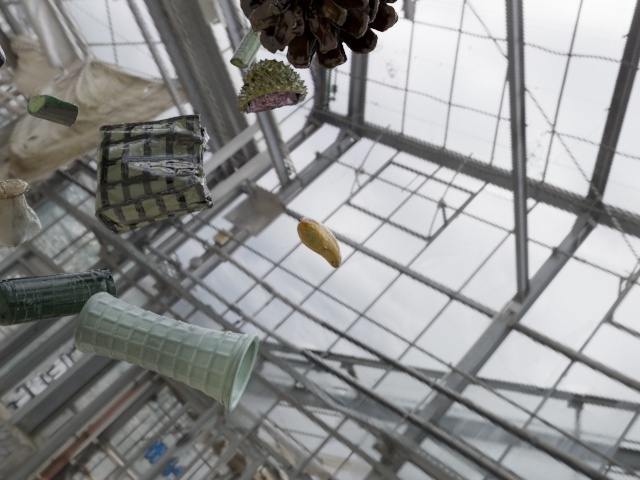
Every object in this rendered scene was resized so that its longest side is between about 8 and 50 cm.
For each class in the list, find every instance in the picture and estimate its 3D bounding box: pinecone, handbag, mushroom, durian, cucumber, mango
[{"bbox_3d":[-0.004,-0.576,1.544,0.397,0.398,0.398,37,-26,21],"label":"pinecone"},{"bbox_3d":[-0.490,-0.208,1.978,0.162,0.327,0.325,68,12,-59],"label":"handbag"},{"bbox_3d":[-0.749,-0.065,1.619,0.093,0.116,0.225,40,-31,21],"label":"mushroom"},{"bbox_3d":[-0.106,-0.349,1.445,0.119,0.186,0.108,-28,-100,55],"label":"durian"},{"bbox_3d":[-0.743,-0.362,1.863,0.115,0.062,0.116,13,-2,-38],"label":"cucumber"},{"bbox_3d":[0.000,0.000,1.998,0.190,0.098,0.075,43,-47,-21],"label":"mango"}]

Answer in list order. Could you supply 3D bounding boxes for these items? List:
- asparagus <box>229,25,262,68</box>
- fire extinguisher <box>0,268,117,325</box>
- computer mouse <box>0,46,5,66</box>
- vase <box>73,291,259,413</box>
[{"bbox_3d":[-0.184,-0.566,1.877,0.067,0.278,0.060,-14,-48,42],"label":"asparagus"},{"bbox_3d":[-0.584,0.113,1.392,0.095,0.311,0.114,4,-81,44],"label":"fire extinguisher"},{"bbox_3d":[-0.945,-0.540,1.728,0.100,0.170,0.269,-102,178,-50],"label":"computer mouse"},{"bbox_3d":[-0.271,0.186,1.177,0.298,0.143,0.143,17,-30,8],"label":"vase"}]
